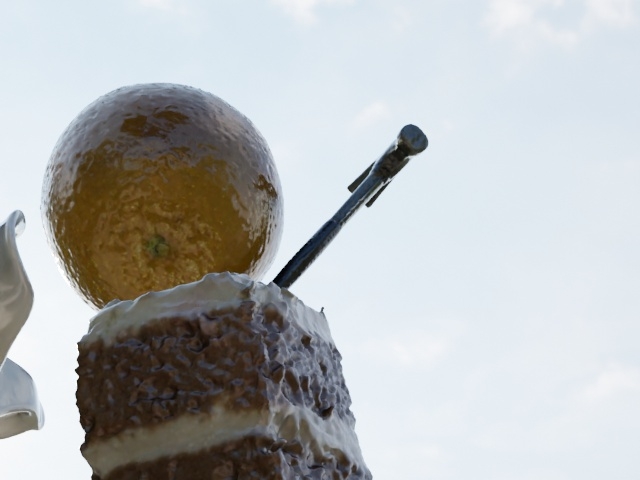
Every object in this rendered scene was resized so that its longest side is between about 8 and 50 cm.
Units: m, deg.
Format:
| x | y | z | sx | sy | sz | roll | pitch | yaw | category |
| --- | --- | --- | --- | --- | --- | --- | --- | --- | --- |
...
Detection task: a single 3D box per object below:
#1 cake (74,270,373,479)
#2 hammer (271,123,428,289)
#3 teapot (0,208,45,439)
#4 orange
| x | y | z | sx | sy | sz | roll | pitch | yaw | category |
| --- | --- | --- | --- | --- | --- | --- | --- | --- | --- |
| -0.051 | 0.103 | 0.818 | 0.134 | 0.147 | 0.135 | -13 | -22 | 20 | cake |
| 0.000 | 0.000 | 1.261 | 0.029 | 0.246 | 0.103 | 42 | -27 | -1 | hammer |
| -0.237 | 0.066 | 0.884 | 0.139 | 0.204 | 0.298 | -7 | -20 | -15 | teapot |
| -0.137 | -0.030 | 1.277 | 0.236 | 0.236 | 0.236 | 5 | -34 | 4 | orange |
